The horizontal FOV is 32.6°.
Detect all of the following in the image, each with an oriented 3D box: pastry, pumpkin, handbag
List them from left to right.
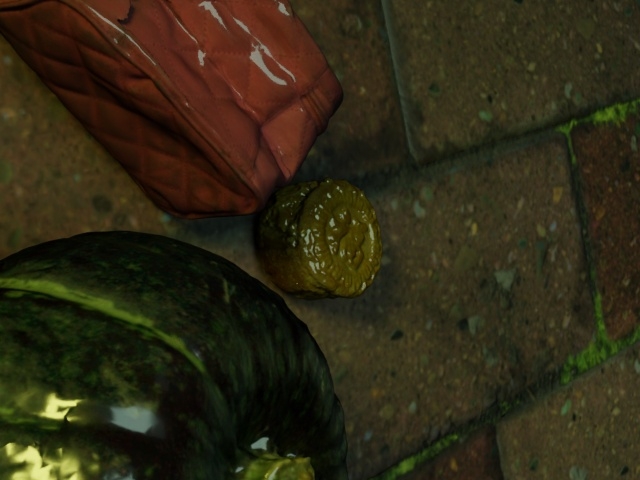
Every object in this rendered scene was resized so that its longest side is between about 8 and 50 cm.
[{"bbox_3d":[-0.117,0.155,0.635,0.323,0.241,0.323,20,66,-53],"label":"pumpkin"},{"bbox_3d":[-0.096,-0.125,0.730,0.225,0.146,0.135,49,64,-30],"label":"handbag"},{"bbox_3d":[0.000,0.000,0.872,0.109,0.057,0.097,31,63,-39],"label":"pastry"}]
